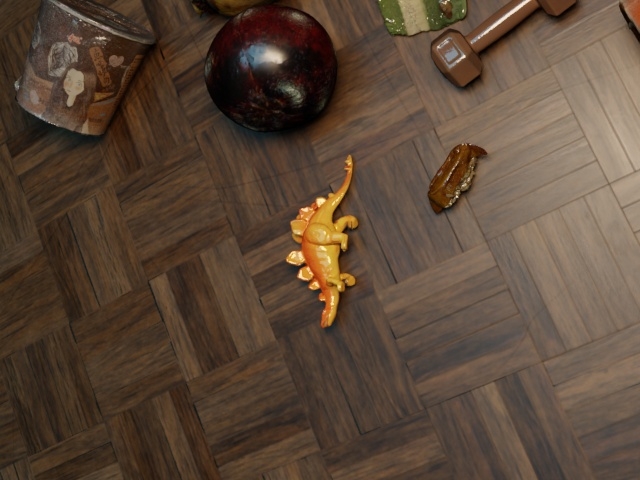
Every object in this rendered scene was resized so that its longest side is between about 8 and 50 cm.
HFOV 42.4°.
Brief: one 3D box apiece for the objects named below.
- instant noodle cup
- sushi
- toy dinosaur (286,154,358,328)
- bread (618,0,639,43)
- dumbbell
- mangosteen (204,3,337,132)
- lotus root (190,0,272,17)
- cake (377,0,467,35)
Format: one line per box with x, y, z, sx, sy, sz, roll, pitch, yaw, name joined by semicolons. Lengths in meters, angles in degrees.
-0.432;-0.317;1.487;0.217;0.217;0.207;33;107;21;instant noodle cup
0.207;-0.096;1.280;0.120;0.055;0.052;-59;24;4;sushi
0.000;0.000;1.362;0.117;0.070;0.288;-1;83;24;toy dinosaur
0.471;-0.282;1.118;0.073;0.160;0.160;-31;77;21;bread
0.273;-0.328;1.245;0.231;0.082;0.092;-35;74;18;dumbbell
-0.073;-0.287;1.334;0.216;0.216;0.216;-1;88;23;mangosteen
-0.111;-0.483;1.382;0.314;0.141;0.169;-25;83;20;lotus root
0.129;-0.474;1.267;0.158;0.172;0.284;-7;88;25;cake
